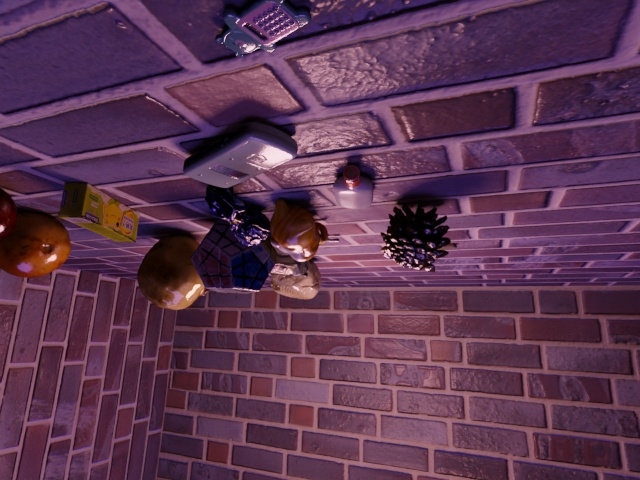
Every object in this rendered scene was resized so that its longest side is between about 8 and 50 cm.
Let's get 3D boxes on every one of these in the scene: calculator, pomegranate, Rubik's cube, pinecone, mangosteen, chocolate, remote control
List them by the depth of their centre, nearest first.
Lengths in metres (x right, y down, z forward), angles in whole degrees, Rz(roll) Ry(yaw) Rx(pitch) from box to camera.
[{"bbox_3d":[-0.084,-0.293,0.568,0.141,0.019,0.094,-9,165,38],"label":"calculator"},{"bbox_3d":[-0.188,-0.188,0.940,0.140,0.056,0.296,13,162,-43],"label":"remote control"},{"bbox_3d":[-1.030,-0.095,1.209,0.215,0.215,0.258,4,147,-6],"label":"mangosteen"},{"bbox_3d":[0.293,-0.016,1.268,0.202,0.201,0.229,11,162,-16],"label":"pinecone"},{"bbox_3d":[-0.269,-0.086,1.276,0.148,0.126,0.343,42,177,22],"label":"chocolate"},{"bbox_3d":[-0.315,0.058,1.542,0.319,0.319,0.264,14,-172,-41],"label":"Rubik's cube"},{"bbox_3d":[-1.099,0.013,1.573,0.264,0.264,0.264,2,167,1],"label":"pomegranate"},{"bbox_3d":[-0.620,0.140,1.802,0.332,0.333,0.332,2,167,1],"label":"pomegranate"}]

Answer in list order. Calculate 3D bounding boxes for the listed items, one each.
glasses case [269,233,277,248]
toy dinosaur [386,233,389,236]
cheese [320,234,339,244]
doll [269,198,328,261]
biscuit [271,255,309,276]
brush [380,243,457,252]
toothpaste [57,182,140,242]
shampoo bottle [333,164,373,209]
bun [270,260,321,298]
[{"bbox_3d":[-0.144,0.001,1.683,0.131,0.074,0.323,9,165,-21],"label":"glasses case"},{"bbox_3d":[0.297,0.009,1.554,0.070,0.117,0.288,-25,168,37],"label":"toy dinosaur"},{"bbox_3d":[0.000,-0.001,1.730,0.162,0.036,0.086,-1,167,15],"label":"cheese"},{"bbox_3d":[-0.083,-0.025,1.391,0.166,0.162,0.269,28,176,11],"label":"doll"},{"bbox_3d":[-0.202,0.086,1.865,0.309,0.186,0.079,4,130,1],"label":"biscuit"},{"bbox_3d":[0.436,0.039,1.847,0.336,0.020,0.085,-6,164,32],"label":"brush"},{"bbox_3d":[-0.713,-0.083,1.362,0.077,0.110,0.327,0,167,4],"label":"toothpaste"},{"bbox_3d":[0.087,-0.138,1.107,0.108,0.051,0.221,3,167,8],"label":"shampoo bottle"},{"bbox_3d":[-0.124,0.188,2.199,0.281,0.205,0.281,15,162,5],"label":"bun"}]
